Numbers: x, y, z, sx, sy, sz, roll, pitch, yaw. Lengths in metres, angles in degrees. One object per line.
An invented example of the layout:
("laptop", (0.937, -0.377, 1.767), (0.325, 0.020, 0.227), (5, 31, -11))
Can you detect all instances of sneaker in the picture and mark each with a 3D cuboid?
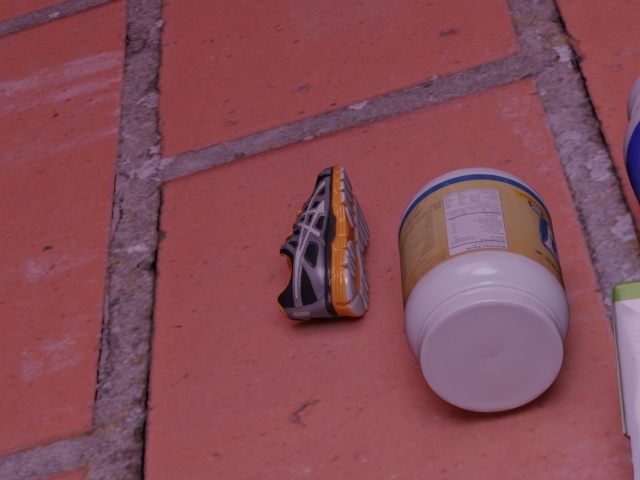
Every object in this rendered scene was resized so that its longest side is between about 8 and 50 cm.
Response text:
("sneaker", (0.000, 0.000, 1.773), (0.083, 0.084, 0.215), (-16, 34, 15))

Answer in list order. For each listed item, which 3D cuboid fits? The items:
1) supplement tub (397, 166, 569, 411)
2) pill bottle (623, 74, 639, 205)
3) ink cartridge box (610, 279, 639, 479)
("supplement tub", (0.144, 0.042, 1.575), (0.144, 0.144, 0.200), (-14, 34, 9))
("pill bottle", (0.359, -0.059, 1.600), (0.152, 0.152, 0.272), (-17, 33, 6))
("ink cartridge box", (0.335, 0.154, 1.375), (0.188, 0.097, 0.255), (-8, 69, 17))
